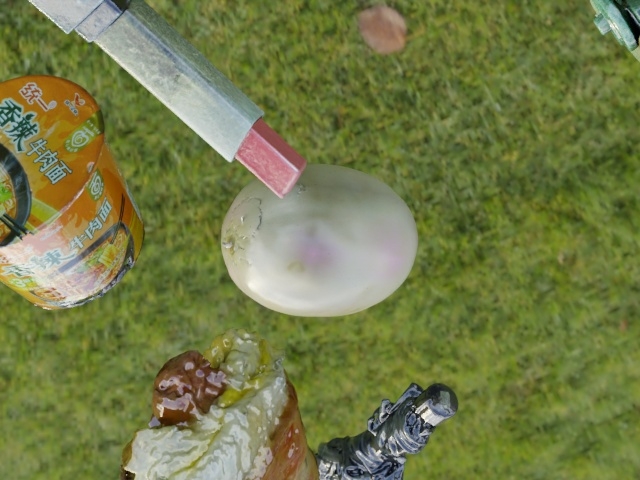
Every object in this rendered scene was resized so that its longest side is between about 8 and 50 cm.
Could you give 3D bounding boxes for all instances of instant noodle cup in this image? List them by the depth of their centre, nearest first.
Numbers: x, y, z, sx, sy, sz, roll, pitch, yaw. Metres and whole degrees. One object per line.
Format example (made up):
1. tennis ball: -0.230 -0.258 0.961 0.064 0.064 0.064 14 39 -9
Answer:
1. instant noodle cup: -0.311 -0.041 1.304 0.230 0.230 0.182 -21 145 5

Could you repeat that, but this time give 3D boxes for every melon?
1. melon: 0.000 0.000 1.703 0.317 0.223 0.223 3 135 -38

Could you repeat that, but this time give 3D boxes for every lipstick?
1. lipstick: -0.120 -0.137 0.852 0.051 0.051 0.312 -35 116 30

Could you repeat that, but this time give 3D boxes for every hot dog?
1. hot dog: -0.062 0.154 0.741 0.103 0.146 0.213 13 132 25

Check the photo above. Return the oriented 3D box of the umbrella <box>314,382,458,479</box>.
1. umbrella: 0.066 0.210 1.180 0.080 0.071 0.224 38 137 -5

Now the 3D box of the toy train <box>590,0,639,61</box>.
1. toy train: 0.299 -0.209 1.039 0.116 0.285 0.177 -37 115 13
